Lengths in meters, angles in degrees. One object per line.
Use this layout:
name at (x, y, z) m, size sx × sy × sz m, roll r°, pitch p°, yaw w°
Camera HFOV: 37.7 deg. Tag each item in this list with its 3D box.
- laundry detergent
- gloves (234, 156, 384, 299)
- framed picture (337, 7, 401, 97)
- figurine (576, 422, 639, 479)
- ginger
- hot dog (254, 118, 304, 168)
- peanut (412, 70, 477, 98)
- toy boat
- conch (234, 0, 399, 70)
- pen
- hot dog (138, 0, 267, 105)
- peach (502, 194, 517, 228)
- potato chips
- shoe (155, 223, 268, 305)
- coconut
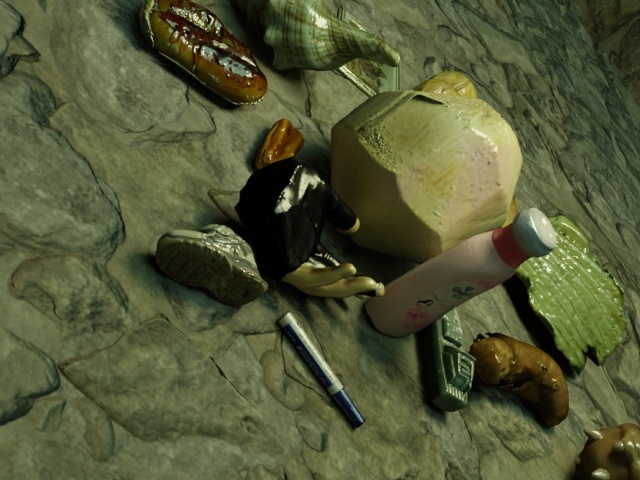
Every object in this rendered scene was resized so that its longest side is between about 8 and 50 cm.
laundry detergent at (0.235, 0.057, 1.550) m, size 0.159 × 0.335 × 0.088 m, roll 6°, pitch 58°, yaw -50°
gloves at (-0.008, -0.002, 1.484) m, size 0.301 × 0.152 × 0.197 m, roll 43°, pitch 52°, yaw -24°
framed picture at (0.116, -0.417, 2.187) m, size 0.217 × 0.017 × 0.274 m, roll 35°, pitch 35°, yaw -25°
figurine at (0.575, 0.438, 1.780) m, size 0.247 × 0.173 × 0.177 m, roll 41°, pitch 45°, yaw -66°
ginger at (0.372, 0.247, 1.760) m, size 0.309 × 0.107 × 0.133 m, roll 26°, pitch 25°, yaw -41°
hot dog at (-0.071, -0.162, 1.662) m, size 0.071 × 0.045 × 0.165 m, roll 40°, pitch 33°, yaw -14°
peanut at (0.280, -0.324, 2.176) m, size 0.147 × 0.147 × 0.305 m, roll 54°, pitch 32°, yaw 4°
toy boat at (0.227, 0.181, 1.657) m, size 0.078 × 0.085 × 0.260 m, roll 34°, pitch 36°, yaw -26°
conch at (-0.031, -0.404, 1.845) m, size 0.386 × 0.169 × 0.203 m, roll 43°, pitch -8°, yaw 17°
pen at (0.002, 0.195, 1.415) m, size 0.204 × 0.025 × 0.025 m, roll 55°, pitch 32°, yaw 4°
hot dog at (-0.202, -0.341, 1.645) m, size 0.270 × 0.082 × 0.163 m, roll 33°, pitch 35°, yaw -26°
peach at (0.357, -0.077, 2.089) m, size 0.189 × 0.068 × 0.279 m, roll 55°, pitch 38°, yaw -1°
potato chips at (0.546, 0.105, 2.135) m, size 0.373 × 0.097 × 0.389 m, roll -10°, pitch 68°, yaw -49°
shoe at (-0.152, 0.018, 1.337) m, size 0.180 × 0.089 × 0.092 m, roll 30°, pitch 38°, yaw -35°
coconut at (0.170, -0.118, 1.697) m, size 0.352 × 0.352 × 0.353 m, roll 33°, pitch 36°, yaw -28°
